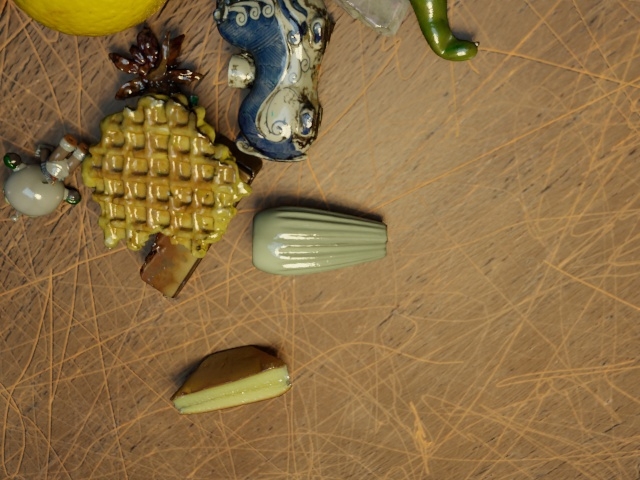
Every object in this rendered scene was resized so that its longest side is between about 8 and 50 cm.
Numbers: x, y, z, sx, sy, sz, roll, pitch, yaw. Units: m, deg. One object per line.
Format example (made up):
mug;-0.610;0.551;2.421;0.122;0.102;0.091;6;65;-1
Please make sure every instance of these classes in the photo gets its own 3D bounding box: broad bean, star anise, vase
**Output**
broad bean;0.176;-0.375;0.829;0.070;0.048;0.213;-31;105;24
star anise;-0.282;-0.281;0.888;0.168;0.057;0.167;4;111;9
vase;0.000;0.000;0.958;0.249;0.128;0.128;0;112;-6

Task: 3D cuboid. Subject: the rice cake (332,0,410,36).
rice cake;-0.020;-0.443;0.801;0.365;0.056;0.072;34;92;-9

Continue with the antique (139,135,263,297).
antique;-0.229;-0.037;0.970;0.093;0.087;0.309;33;111;-8

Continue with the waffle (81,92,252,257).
waffle;-0.269;-0.097;0.884;0.301;0.058;0.281;-17;97;21

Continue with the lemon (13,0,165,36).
lemon;-0.328;-0.426;0.718;0.294;0.293;0.292;1;112;3

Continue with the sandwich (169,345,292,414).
sandwich;-0.183;0.295;1.101;0.258;0.096;0.094;-14;117;7

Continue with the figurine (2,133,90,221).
figurine;-0.500;-0.117;0.954;0.197;0.093;0.147;-44;126;10

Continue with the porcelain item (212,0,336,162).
porcelain item;-0.081;-0.272;0.841;0.187;0.138;0.287;8;111;4

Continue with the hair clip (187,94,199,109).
hair clip;-0.244;-0.175;0.942;0.049;0.049;0.172;23;110;-6
